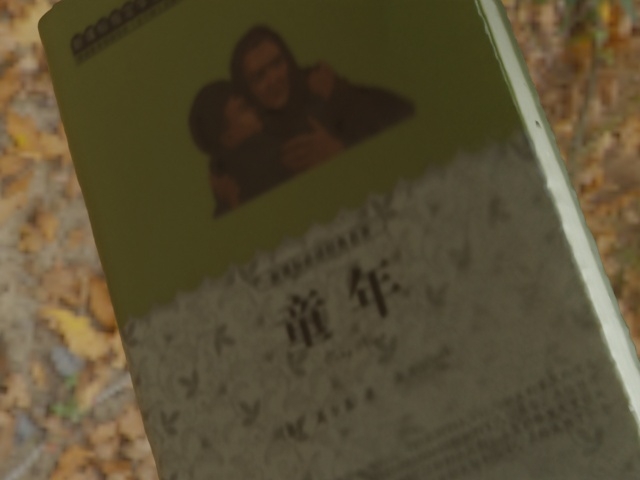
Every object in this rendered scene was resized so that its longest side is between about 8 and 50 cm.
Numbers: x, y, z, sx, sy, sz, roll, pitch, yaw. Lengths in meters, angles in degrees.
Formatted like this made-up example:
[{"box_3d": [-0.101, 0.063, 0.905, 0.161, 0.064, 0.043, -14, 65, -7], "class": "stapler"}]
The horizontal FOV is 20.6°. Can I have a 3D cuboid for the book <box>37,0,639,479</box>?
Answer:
[{"box_3d": [0.000, 0.000, 0.815, 0.035, 0.239, 0.352, 11, 57, -60], "class": "book"}]
